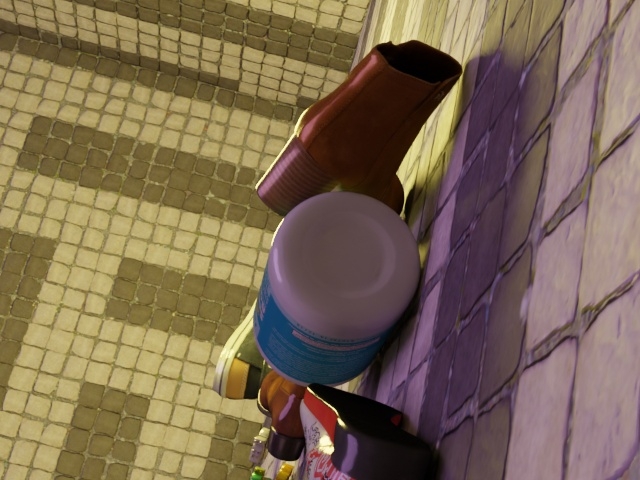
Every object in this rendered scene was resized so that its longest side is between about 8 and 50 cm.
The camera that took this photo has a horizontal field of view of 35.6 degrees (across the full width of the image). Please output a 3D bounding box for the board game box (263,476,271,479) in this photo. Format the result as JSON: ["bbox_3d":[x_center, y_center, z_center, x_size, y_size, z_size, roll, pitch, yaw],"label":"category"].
[{"bbox_3d":[-0.150,0.651,2.286,0.136,0.035,0.201,126,158,-82],"label":"board game box"}]

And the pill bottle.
[{"bbox_3d":[0.006,0.067,1.042,0.264,0.146,0.146,110,173,-63],"label":"pill bottle"}]

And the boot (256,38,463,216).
[{"bbox_3d":[0.077,-0.110,1.053,0.211,0.104,0.295,-44,-18,24],"label":"boot"}]

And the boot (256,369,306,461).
[{"bbox_3d":[-0.039,0.202,1.748,0.264,0.096,0.280,-84,9,-72],"label":"boot"}]

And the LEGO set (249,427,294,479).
[{"bbox_3d":[-0.106,0.467,1.802,0.093,0.087,0.227,-4,-71,-77],"label":"LEGO set"}]

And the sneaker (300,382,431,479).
[{"bbox_3d":[0.015,0.202,0.790,0.270,0.090,0.145,-177,104,-84],"label":"sneaker"}]

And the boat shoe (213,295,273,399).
[{"bbox_3d":[-0.107,0.231,2.432,0.500,0.156,0.187,-58,-19,-60],"label":"boat shoe"}]
